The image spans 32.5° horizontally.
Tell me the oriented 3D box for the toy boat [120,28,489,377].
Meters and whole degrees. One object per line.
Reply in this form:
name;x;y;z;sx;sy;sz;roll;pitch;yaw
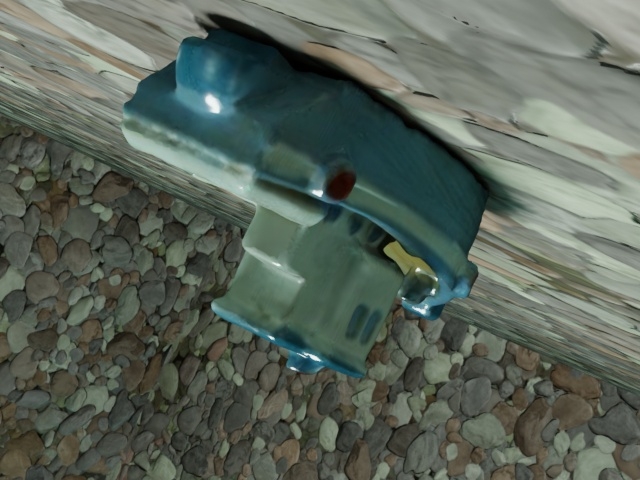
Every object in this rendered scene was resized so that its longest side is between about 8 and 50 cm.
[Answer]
toy boat;0.000;0.000;0.441;0.088;0.102;0.215;25;179;34
